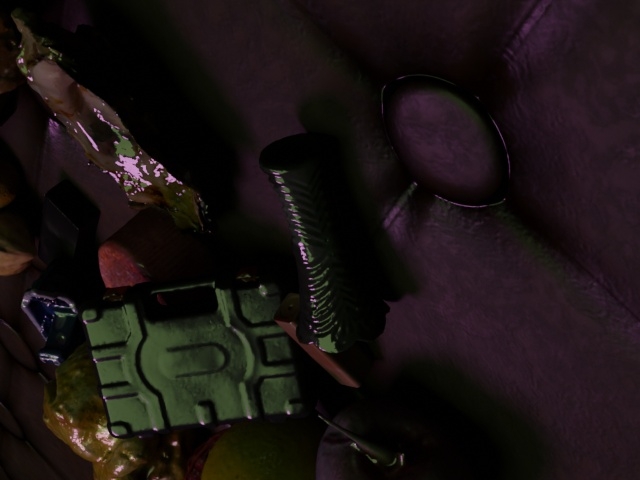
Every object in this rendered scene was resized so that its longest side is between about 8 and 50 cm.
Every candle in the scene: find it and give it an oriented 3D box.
[{"bbox_3d":[-0.206,0.116,1.639,0.317,0.131,0.287,51,152,-3],"label":"candle"}]

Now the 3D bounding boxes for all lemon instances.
[{"bbox_3d":[-0.064,0.320,1.544,0.184,0.248,0.184,59,177,5],"label":"lemon"}]

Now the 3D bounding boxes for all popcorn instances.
[{"bbox_3d":[-0.308,0.277,1.802,0.276,0.276,0.225,43,121,9],"label":"popcorn"}]

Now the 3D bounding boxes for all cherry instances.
[{"bbox_3d":[0.094,0.299,1.411,0.213,0.183,0.266,51,176,30],"label":"cherry"}]

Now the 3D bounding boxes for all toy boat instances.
[{"bbox_3d":[-0.414,0.150,1.882,0.129,0.142,0.309,7,150,14],"label":"toy boat"}]

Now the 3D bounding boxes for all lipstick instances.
[{"bbox_3d":[0.005,0.124,1.420,0.045,0.045,0.145,4,145,48],"label":"lipstick"}]

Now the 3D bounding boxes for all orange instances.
[{"bbox_3d":[-0.532,-0.091,1.852,0.085,0.085,0.095,45,134,5],"label":"orange"}]

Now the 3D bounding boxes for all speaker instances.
[{"bbox_3d":[-0.408,-0.009,1.828,0.082,0.044,0.218,45,149,6],"label":"speaker"}]

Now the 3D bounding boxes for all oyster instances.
[{"bbox_3d":[-0.250,-0.142,1.417,0.361,0.096,0.221,46,153,-13],"label":"oyster"}]

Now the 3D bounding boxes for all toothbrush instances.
[{"bbox_3d":[-0.279,-0.189,1.491,0.019,0.016,0.219,34,149,-2],"label":"toothbrush"}]

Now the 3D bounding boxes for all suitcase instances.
[{"bbox_3d":[-0.157,0.145,1.477,0.285,0.066,0.206,-9,104,12],"label":"suitcase"}]

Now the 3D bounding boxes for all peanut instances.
[{"bbox_3d":[-0.582,-0.008,1.954,0.305,0.147,0.147,16,137,40],"label":"peanut"}]

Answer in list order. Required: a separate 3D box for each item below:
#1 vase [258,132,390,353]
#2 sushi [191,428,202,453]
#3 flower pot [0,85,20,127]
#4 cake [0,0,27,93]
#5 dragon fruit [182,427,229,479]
[{"bbox_3d":[0.000,0.000,1.278,0.115,0.115,0.237,16,133,42],"label":"vase"},{"bbox_3d":[-0.295,0.396,2.001,0.213,0.200,0.204,54,160,42],"label":"sushi"},{"bbox_3d":[-0.543,-0.198,1.657,0.202,0.212,0.212,-9,118,44],"label":"flower pot"},{"bbox_3d":[-0.523,-0.260,1.415,0.199,0.293,0.196,-116,7,-54],"label":"cake"},{"bbox_3d":[-0.070,0.357,1.730,0.262,0.134,0.211,3,154,4],"label":"dragon fruit"}]
